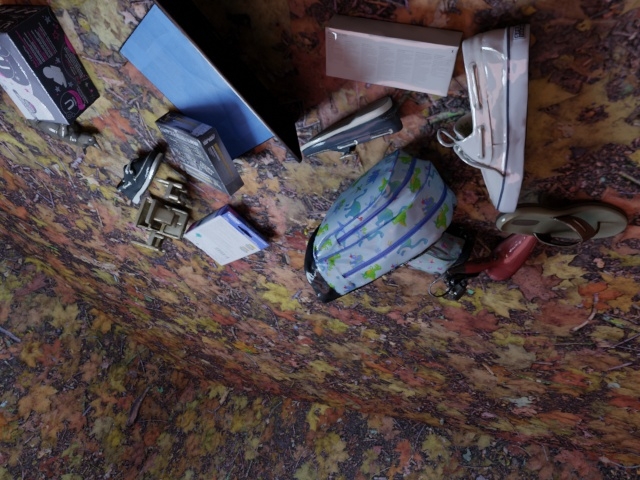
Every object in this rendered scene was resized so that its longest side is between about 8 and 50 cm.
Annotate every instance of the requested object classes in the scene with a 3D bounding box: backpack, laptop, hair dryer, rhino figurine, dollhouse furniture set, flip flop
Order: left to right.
[{"bbox_3d":[-0.781,-0.344,1.316,0.243,0.073,0.106,31,140,-12],"label":"rhino figurine"},{"bbox_3d":[-0.535,-0.082,1.389,0.160,0.212,0.242,18,172,-4],"label":"dollhouse furniture set"},{"bbox_3d":[-0.259,-0.309,0.933,0.236,0.408,0.382,-38,118,14],"label":"laptop"},{"bbox_3d":[0.140,-0.043,1.014,0.355,0.290,0.274,-16,115,34],"label":"backpack"},{"bbox_3d":[0.291,0.020,1.136,0.181,0.115,0.152,25,148,4],"label":"backpack"},{"bbox_3d":[0.419,0.065,1.059,0.293,0.080,0.223,-42,154,16],"label":"hair dryer"},{"bbox_3d":[0.523,-0.026,0.934,0.276,0.080,0.112,3,143,-6],"label":"flip flop"}]

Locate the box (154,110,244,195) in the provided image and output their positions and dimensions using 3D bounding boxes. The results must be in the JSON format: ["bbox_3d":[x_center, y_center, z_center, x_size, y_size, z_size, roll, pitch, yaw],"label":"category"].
[{"bbox_3d":[-0.319,-0.232,1.137,0.231,0.056,0.183,28,153,39],"label":"box"}]

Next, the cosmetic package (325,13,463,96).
[{"bbox_3d":[0.130,-0.346,0.799,0.238,0.061,0.099,15,147,12],"label":"cosmetic package"}]

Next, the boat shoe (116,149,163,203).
[{"bbox_3d":[-0.572,-0.203,1.343,0.091,0.114,0.302,32,144,-21],"label":"boat shoe"}]

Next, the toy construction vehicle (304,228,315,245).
[{"bbox_3d":[0.000,0.000,1.353,0.098,0.035,0.086,15,155,16],"label":"toy construction vehicle"}]

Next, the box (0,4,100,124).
[{"bbox_3d":[-0.725,-0.442,1.095,0.163,0.142,0.247,11,142,17],"label":"box"}]

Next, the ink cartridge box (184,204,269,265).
[{"bbox_3d":[-0.319,-0.017,1.483,0.186,0.065,0.311,43,143,-25],"label":"ink cartridge box"}]

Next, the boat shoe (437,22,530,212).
[{"bbox_3d":[0.305,-0.205,0.817,0.156,0.136,0.367,4,138,25],"label":"boat shoe"}]

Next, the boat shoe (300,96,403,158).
[{"bbox_3d":[0.063,-0.232,0.962,0.254,0.095,0.079,-19,116,33],"label":"boat shoe"}]
